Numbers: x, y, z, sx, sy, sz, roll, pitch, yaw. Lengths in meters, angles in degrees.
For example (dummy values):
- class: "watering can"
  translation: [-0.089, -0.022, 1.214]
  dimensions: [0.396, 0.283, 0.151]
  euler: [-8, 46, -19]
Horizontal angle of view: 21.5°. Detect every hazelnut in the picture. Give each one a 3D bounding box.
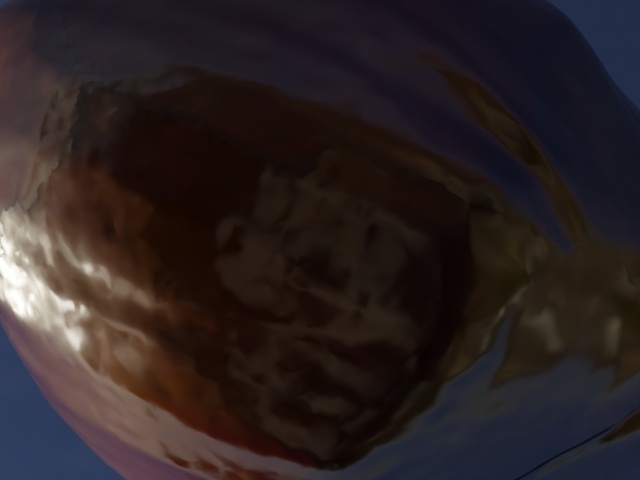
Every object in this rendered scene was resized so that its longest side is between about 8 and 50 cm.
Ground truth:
- class: "hazelnut"
  translation: [0.002, -0.003, 0.463]
  dimensions: [0.181, 0.212, 0.180]
  euler: [-31, -118, 11]
